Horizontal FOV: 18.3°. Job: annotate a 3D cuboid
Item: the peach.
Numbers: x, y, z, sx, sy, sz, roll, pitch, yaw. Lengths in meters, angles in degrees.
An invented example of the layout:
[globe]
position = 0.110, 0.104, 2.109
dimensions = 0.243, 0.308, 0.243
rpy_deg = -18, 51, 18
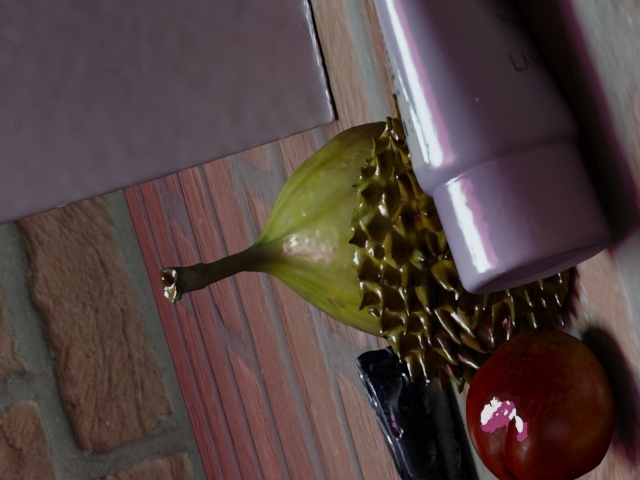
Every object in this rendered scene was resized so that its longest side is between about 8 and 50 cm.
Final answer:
[peach]
position = 0.136, 0.101, 1.230
dimensions = 0.101, 0.100, 0.101
rpy_deg = 162, 90, -79

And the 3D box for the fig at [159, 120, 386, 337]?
[fig]
position = 0.014, -0.007, 1.371
dimensions = 0.143, 0.230, 0.160
rpy_deg = -39, 56, 40

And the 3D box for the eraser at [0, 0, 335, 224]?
[eraser]
position = -0.194, -0.180, 1.684
dimensions = 0.122, 0.359, 0.272
rpy_deg = -140, 33, -68

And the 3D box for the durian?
[durian]
position = 0.100, -0.016, 1.271
dimensions = 0.252, 0.144, 0.139
rpy_deg = 69, -152, -18

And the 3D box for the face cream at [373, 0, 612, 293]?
[face cream]
position = 0.081, -0.110, 1.147
dimensions = 0.154, 0.096, 0.274
rpy_deg = -1, -111, -62

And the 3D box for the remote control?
[remote control]
position = 0.102, 0.209, 1.658
dimensions = 0.090, 0.066, 0.266
rpy_deg = -95, -16, -81
